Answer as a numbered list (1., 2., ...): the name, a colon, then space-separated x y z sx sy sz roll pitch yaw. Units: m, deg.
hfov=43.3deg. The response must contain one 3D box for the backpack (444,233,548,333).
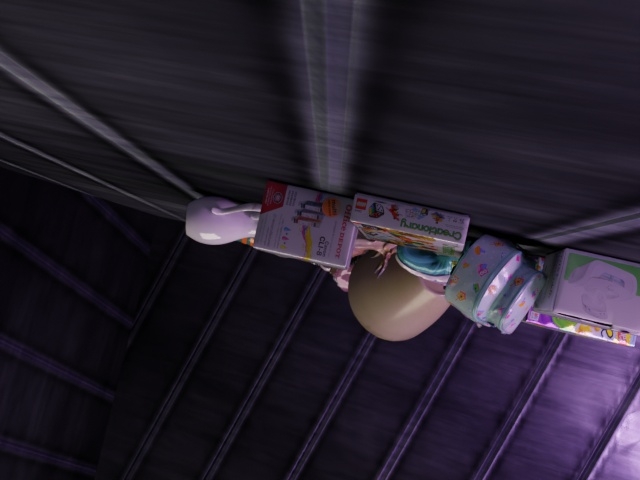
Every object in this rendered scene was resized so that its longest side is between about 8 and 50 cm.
1. backpack: 0.319 0.079 1.476 0.144 0.166 0.188 39 -172 36

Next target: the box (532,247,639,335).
1. box: 0.551 0.108 1.498 0.261 0.127 0.231 13 176 8

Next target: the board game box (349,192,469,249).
1. board game box: 0.166 -0.022 1.455 0.193 0.053 0.305 12 177 10

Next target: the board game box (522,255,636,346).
1. board game box: 0.547 0.132 1.772 0.275 0.144 0.142 14 176 -17

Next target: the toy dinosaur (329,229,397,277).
1. toy dinosaur: 0.059 0.007 1.883 0.200 0.127 0.295 7 -172 -42

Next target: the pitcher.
1. pitcher: -0.241 -0.060 2.076 0.207 0.126 0.178 3 157 -4

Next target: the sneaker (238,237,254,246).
1. sneaker: -0.190 -0.034 2.352 0.302 0.108 0.121 26 171 -36

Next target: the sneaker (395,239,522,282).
1. sneaker: 0.294 0.028 1.676 0.275 0.107 0.110 8 157 3

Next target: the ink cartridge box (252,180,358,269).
1. ink cartridge box: -0.019 -0.025 1.489 0.176 0.128 0.127 12 177 4

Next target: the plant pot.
1. plant pot: 0.236 0.105 2.007 0.256 0.257 0.274 14 161 -16

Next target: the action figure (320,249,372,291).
1. action figure: 0.229 0.083 2.300 0.370 0.248 0.276 11 152 46

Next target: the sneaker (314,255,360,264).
1. sneaker: -0.004 0.018 2.403 0.122 0.110 0.283 15 179 42
